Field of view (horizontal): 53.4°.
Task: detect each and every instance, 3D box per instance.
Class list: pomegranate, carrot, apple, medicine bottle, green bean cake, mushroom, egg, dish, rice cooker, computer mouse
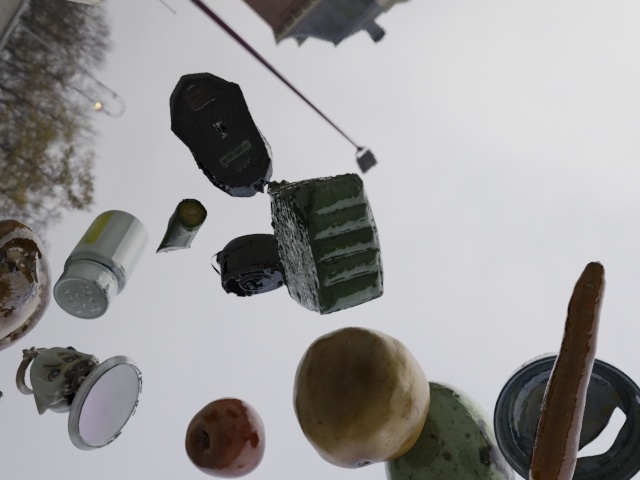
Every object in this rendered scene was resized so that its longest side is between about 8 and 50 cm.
[{"bbox_3d":[0.079,0.329,1.327,0.307,0.307,0.307,-30,-139,31],"label":"pomegranate"},{"bbox_3d":[0.245,0.140,0.628,0.043,0.043,0.248,19,-77,54],"label":"carrot"},{"bbox_3d":[-0.236,0.485,1.555,0.201,0.162,0.201,-8,-101,45],"label":"apple"},{"bbox_3d":[-0.497,0.052,1.455,0.143,0.143,0.258,-35,-154,26],"label":"medicine bottle"},{"bbox_3d":[0.000,0.000,1.020,0.125,0.222,0.227,-16,-173,-22],"label":"green bean cake"},{"bbox_3d":[-0.754,0.128,1.449,0.259,0.345,0.345,26,-100,28],"label":"mushroom"},{"bbox_3d":[0.286,0.507,1.454,0.287,0.287,0.379,-39,-133,20],"label":"egg"},{"bbox_3d":[0.466,0.322,1.196,0.273,0.273,0.134,-40,178,19],"label":"dish"},{"bbox_3d":[-0.156,0.058,1.507,0.203,0.142,0.118,-15,-129,15],"label":"rice cooker"},{"bbox_3d":[-0.123,-0.130,0.797,0.099,0.172,0.057,-35,-164,-8],"label":"computer mouse"}]

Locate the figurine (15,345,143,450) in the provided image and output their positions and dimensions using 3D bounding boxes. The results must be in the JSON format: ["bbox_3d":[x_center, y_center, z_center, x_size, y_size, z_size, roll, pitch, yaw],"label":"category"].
[{"bbox_3d":[-0.336,0.197,0.854,0.154,0.132,0.132,16,-109,23],"label":"figurine"}]

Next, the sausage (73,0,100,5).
[{"bbox_3d":[-0.502,-0.509,1.330,0.024,0.024,0.132,-42,-176,17],"label":"sausage"}]

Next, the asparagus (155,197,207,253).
[{"bbox_3d":[-0.197,-0.006,0.883,0.041,0.045,0.178,-61,-171,-30],"label":"asparagus"}]

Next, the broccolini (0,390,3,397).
[{"bbox_3d":[-0.666,0.321,1.110,0.057,0.254,0.071,4,-78,23],"label":"broccolini"}]
